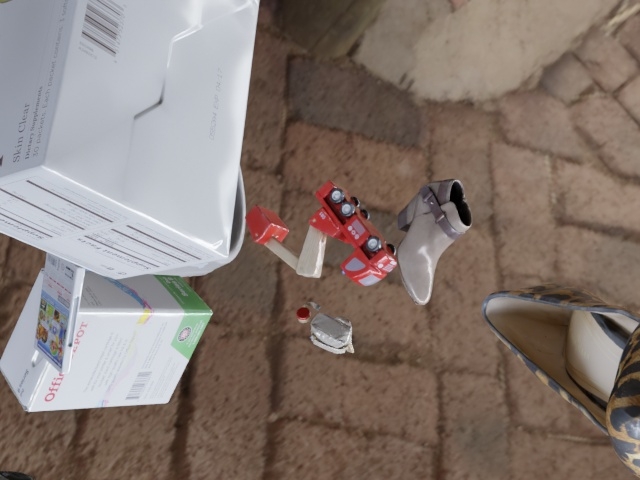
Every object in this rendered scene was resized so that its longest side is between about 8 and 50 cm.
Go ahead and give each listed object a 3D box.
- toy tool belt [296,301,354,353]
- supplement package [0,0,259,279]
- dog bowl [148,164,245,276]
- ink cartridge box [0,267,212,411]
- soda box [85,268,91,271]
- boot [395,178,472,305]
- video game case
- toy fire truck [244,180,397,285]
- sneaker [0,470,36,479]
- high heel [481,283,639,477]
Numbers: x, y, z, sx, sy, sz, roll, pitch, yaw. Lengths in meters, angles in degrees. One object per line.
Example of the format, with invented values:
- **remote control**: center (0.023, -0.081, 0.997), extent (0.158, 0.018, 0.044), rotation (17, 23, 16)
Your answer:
- **toy tool belt**: center (0.007, 0.123, 1.362), extent (0.083, 0.051, 0.052), rotation (24, 64, 25)
- **supplement package**: center (-0.182, -0.127, 0.865), extent (0.204, 0.145, 0.261), rotation (30, 57, -47)
- **dog bowl**: center (-0.216, -0.105, 1.549), extent (0.102, 0.349, 0.348), rotation (-13, 64, 15)
- **ink cartridge box**: center (-0.265, 0.123, 1.261), extent (0.212, 0.154, 0.093), rotation (4, 32, -48)
- **soda box**: center (-0.324, 0.125, 1.551), extent (0.071, 0.067, 0.210), rotation (-3, 96, -42)
- **boot**: center (0.118, -0.002, 1.031), extent (0.042, 0.087, 0.118), rotation (4, 68, -40)
- **video game case**: center (-0.289, 0.076, 1.124), extent (0.011, 0.087, 0.122), rotation (3, 104, -37)
- **toy fire truck**: center (0.000, 0.000, 1.295), extent (0.047, 0.135, 0.192), rotation (23, 26, -56)
- **sneaker**: center (-0.156, 0.277, 0.567), extent (0.111, 0.129, 0.297), rotation (-12, 75, -36)
- **high heel**: center (0.148, 0.074, 0.610), extent (0.261, 0.186, 0.093), rotation (3, 101, -61)
